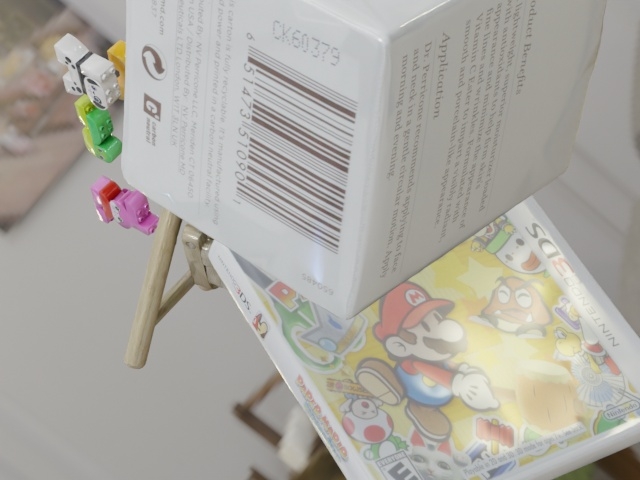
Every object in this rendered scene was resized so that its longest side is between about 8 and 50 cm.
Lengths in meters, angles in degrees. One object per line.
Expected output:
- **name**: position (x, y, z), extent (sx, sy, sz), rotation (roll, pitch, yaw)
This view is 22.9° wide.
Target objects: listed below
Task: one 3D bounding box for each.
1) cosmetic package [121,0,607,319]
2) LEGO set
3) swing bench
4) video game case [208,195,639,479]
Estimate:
- **cosmetic package**: position (0.022, -0.091, 0.749), extent (0.183, 0.151, 0.151), rotation (-32, -39, -40)
- **LEGO set**: position (-0.159, -0.101, 1.434), extent (0.087, 0.093, 0.227), rotation (-48, -29, -29)
- **swing bench**: position (0.000, 0.000, 1.271), extent (0.165, 0.253, 0.255), rotation (-51, -24, -58)
- **video game case**: position (0.078, 0.054, 0.927), extent (0.227, 0.206, 0.026), rotation (-16, -30, -33)
